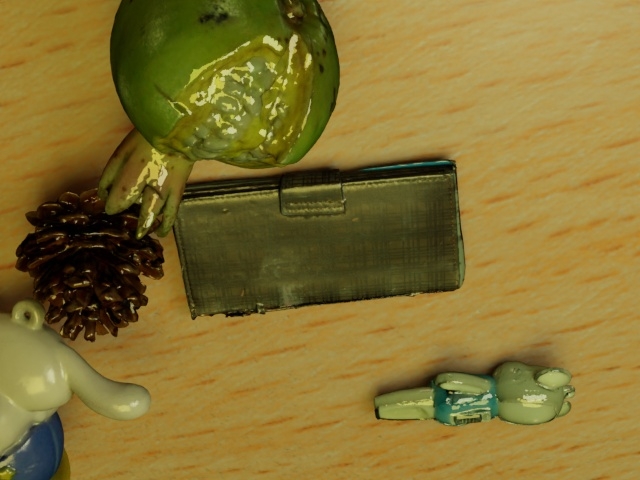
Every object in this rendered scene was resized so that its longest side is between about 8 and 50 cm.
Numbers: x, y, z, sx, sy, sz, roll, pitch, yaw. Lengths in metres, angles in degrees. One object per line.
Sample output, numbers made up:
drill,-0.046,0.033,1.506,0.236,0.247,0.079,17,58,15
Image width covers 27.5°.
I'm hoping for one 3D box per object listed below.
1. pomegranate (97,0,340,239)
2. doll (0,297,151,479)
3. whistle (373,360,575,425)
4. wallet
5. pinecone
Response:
pomegranate,-0.117,-0.141,1.288,0.236,0.236,0.302,32,119,-16
doll,-0.381,0.171,1.452,0.311,0.159,0.242,41,132,3
whistle,0.181,0.183,1.540,0.235,0.077,0.114,-5,145,7
wallet,0.000,0.000,1.456,0.317,0.044,0.169,-6,120,2
pinecone,-0.245,0.027,1.392,0.173,0.173,0.173,-1,116,-2
